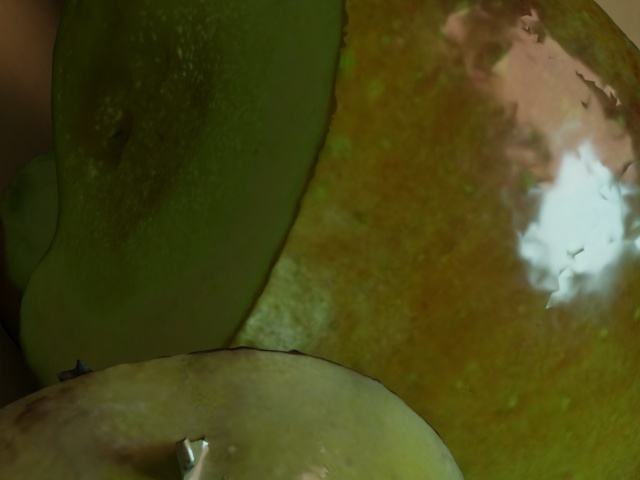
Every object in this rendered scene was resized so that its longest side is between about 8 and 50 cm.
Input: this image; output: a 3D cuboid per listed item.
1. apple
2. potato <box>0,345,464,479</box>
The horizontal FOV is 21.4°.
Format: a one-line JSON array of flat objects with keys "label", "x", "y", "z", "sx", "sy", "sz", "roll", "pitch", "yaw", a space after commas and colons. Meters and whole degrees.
[{"label": "apple", "x": 0.000, "y": 0.000, "z": 0.836, "sx": 0.384, "sy": 0.374, "sz": 0.374, "roll": 49, "pitch": 29, "yaw": -5}, {"label": "potato", "x": -0.063, "y": 0.169, "z": 0.621, "sx": 0.239, "sy": 0.299, "sz": 0.116, "roll": 67, "pitch": -10, "yaw": -14}]
